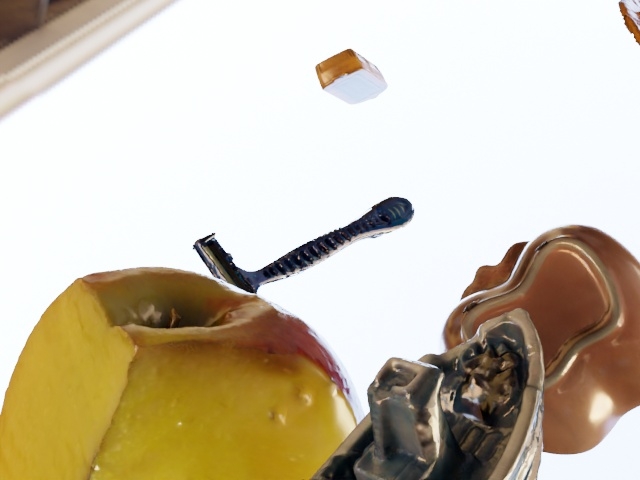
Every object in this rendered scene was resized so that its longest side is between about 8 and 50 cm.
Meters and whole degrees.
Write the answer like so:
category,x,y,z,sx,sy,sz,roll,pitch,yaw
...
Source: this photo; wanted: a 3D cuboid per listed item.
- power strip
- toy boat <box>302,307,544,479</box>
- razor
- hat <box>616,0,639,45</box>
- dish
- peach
category,x,y,z,sx,sy,sz,roll,pitch,yaw
power strip,0.038,-0.173,1.310,0.028,0.049,0.178,66,-166,8
toy boat,0.057,0.157,0.821,0.129,0.142,0.309,14,-130,44
razor,-0.007,0.008,1.326,0.324,0.056,0.093,-21,-112,-47
hat,0.490,-0.251,1.301,0.244,0.233,0.233,45,-179,17
dish,0.198,0.074,1.053,0.213,0.213,0.090,36,176,27
peach,-0.119,0.212,1.065,0.306,0.380,0.242,7,-163,-26
